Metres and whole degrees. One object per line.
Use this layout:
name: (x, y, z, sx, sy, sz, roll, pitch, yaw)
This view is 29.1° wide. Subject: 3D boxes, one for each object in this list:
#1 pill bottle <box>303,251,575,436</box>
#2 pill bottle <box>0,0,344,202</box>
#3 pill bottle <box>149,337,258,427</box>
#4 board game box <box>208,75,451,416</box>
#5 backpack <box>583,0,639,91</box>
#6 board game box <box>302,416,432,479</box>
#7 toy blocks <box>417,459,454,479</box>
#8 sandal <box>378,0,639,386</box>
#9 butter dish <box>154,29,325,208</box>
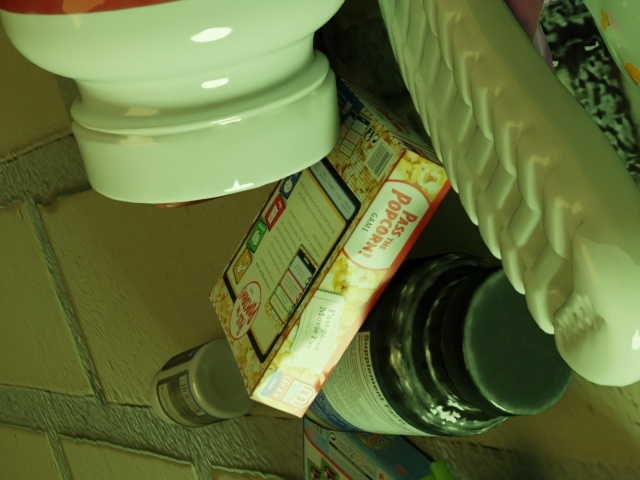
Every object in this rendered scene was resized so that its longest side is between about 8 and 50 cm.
pill bottle: (0.069, 0.073, 0.845, 0.219, 0.123, 0.123, -13, 98, 58)
pill bottle: (-0.102, -0.241, 0.740, 0.229, 0.229, 0.407, 22, 129, 50)
pill bottle: (-0.116, 0.144, 1.219, 0.137, 0.078, 0.078, -26, 87, 59)
board game box: (0.000, 0.000, 0.843, 0.193, 0.045, 0.147, -58, 27, 15)
backpack: (0.173, -0.147, 0.556, 0.152, 0.115, 0.182, -33, 83, 56)
board game box: (0.044, 0.249, 1.074, 0.160, 0.039, 0.211, 36, 136, 42)
toy blocks: (0.006, 0.361, 0.924, 0.191, 0.261, 0.381, -113, 8, -52)
sandal: (0.110, -0.105, 0.693, 0.169, 0.102, 0.416, 84, 167, -59)
butter dish: (-0.079, -0.121, 0.959, 0.118, 0.160, 0.160, -143, 36, -76)
